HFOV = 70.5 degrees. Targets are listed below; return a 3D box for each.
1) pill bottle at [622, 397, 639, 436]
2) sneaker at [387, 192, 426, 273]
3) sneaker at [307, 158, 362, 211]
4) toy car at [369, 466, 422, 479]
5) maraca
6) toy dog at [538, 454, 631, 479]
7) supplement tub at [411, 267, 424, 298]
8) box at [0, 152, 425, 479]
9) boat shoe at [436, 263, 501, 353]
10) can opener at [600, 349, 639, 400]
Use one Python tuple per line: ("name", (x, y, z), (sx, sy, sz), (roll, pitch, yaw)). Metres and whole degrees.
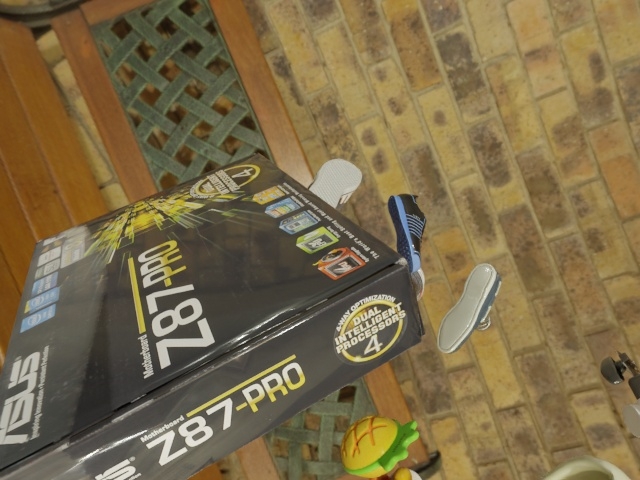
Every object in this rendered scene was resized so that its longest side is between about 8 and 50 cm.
("pill bottle", (0.725, 0.364, 0.945), (0.086, 0.152, 0.086), (172, -90, -88))
("sneaker", (0.262, -0.025, 1.285), (0.081, 0.091, 0.232), (142, -60, -69))
("sneaker", (0.017, -0.133, 1.332), (0.126, 0.127, 0.321), (35, 38, 4))
("toy car", (0.126, 0.530, 0.869), (0.159, 0.136, 0.181), (33, 55, -65))
("maraca", (0.107, 0.378, 0.836), (0.099, 0.186, 0.127), (49, 51, -5))
("toy dog", (0.505, 0.468, 0.634), (0.395, 0.408, 0.284), (112, -26, -46))
("supplement tub", (0.267, 0.178, 1.653), (0.272, 0.191, 0.191), (-27, 96, -61))
("box", (-0.137, 0.043, 0.480), (0.395, 0.318, 0.097), (44, -22, 56))
("boat shoe", (0.385, 0.182, 1.163), (0.079, 0.095, 0.254), (36, 76, -33))
("can opener", (0.788, 0.386, 1.132), (0.076, 0.095, 0.283), (43, 28, -8))
